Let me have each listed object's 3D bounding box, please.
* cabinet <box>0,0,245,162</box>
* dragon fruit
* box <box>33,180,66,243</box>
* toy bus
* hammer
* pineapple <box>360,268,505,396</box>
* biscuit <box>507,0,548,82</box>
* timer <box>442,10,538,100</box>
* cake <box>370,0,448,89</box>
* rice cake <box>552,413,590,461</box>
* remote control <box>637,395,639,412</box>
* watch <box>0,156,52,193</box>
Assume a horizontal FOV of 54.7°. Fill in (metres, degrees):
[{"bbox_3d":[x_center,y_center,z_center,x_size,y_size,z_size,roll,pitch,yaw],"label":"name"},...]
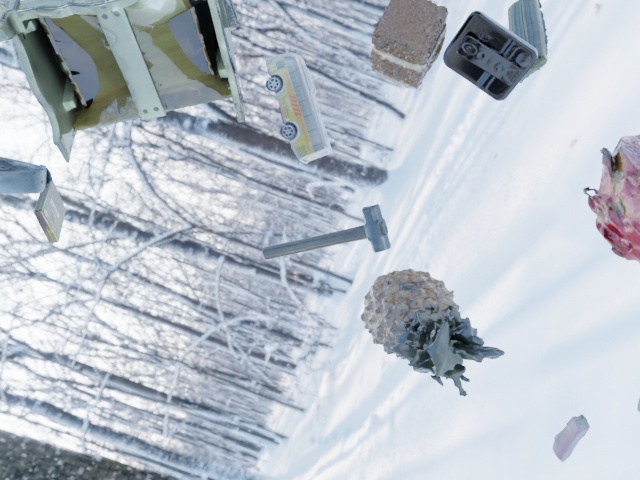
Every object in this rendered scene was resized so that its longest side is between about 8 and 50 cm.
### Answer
[{"bbox_3d":[-0.273,-0.319,0.892,0.227,0.290,0.317,79,178,-47],"label":"cabinet"},{"bbox_3d":[0.795,-0.063,1.421,0.370,0.387,0.249,58,136,36],"label":"dragon fruit"},{"bbox_3d":[-0.617,-0.068,1.415,0.133,0.023,0.090,-106,4,-50],"label":"box"},{"bbox_3d":[-0.055,-0.326,1.515,0.092,0.106,0.268,-5,-102,-78],"label":"toy bus"},{"bbox_3d":[0.000,0.000,1.548,0.043,0.366,0.111,-25,-80,-57],"label":"hammer"},{"bbox_3d":[0.179,0.150,0.992,0.340,0.169,0.169,-138,67,-72],"label":"pineapple"},{"bbox_3d":[0.535,-0.541,1.607,0.099,0.038,0.322,-30,39,41],"label":"biscuit"},{"bbox_3d":[0.393,-0.428,1.446,0.144,0.187,0.055,-55,4,39],"label":"timer"},{"bbox_3d":[0.180,-0.410,1.283,0.135,0.135,0.147,-60,-7,-18],"label":"cake"},{"bbox_3d":[0.599,0.477,1.486,0.206,0.036,0.047,87,172,-52],"label":"rice cake"},{"bbox_3d":[0.643,0.285,1.153,0.053,0.018,0.124,-52,-2,-39],"label":"remote control"},{"bbox_3d":[-0.682,-0.142,1.280,0.193,0.207,0.068,-20,-56,-74],"label":"watch"}]
